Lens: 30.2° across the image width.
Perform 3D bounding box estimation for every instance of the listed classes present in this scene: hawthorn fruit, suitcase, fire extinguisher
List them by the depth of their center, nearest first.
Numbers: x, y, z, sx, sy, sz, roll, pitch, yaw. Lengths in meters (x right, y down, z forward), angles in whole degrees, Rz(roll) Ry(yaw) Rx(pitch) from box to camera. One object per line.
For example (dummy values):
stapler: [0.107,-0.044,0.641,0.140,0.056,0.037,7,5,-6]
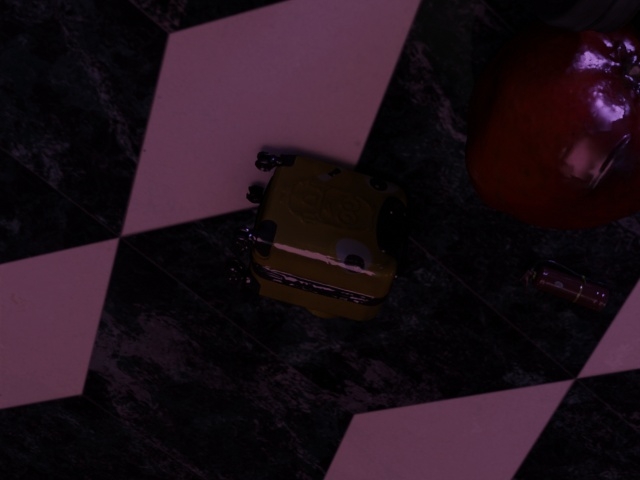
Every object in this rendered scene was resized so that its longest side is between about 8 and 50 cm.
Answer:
hawthorn fruit: [0.296,-0.129,1.458,0.265,0.265,0.307,27,144,-12]
suitcase: [0.000,0.000,1.644,0.235,0.194,0.143,16,137,-3]
fire extinguisher: [0.354,0.065,1.734,0.132,0.039,0.056,21,96,-6]

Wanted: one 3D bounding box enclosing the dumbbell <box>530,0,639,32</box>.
dumbbell: [0.393,-0.297,1.304,0.388,0.185,0.185,9,131,-19]
